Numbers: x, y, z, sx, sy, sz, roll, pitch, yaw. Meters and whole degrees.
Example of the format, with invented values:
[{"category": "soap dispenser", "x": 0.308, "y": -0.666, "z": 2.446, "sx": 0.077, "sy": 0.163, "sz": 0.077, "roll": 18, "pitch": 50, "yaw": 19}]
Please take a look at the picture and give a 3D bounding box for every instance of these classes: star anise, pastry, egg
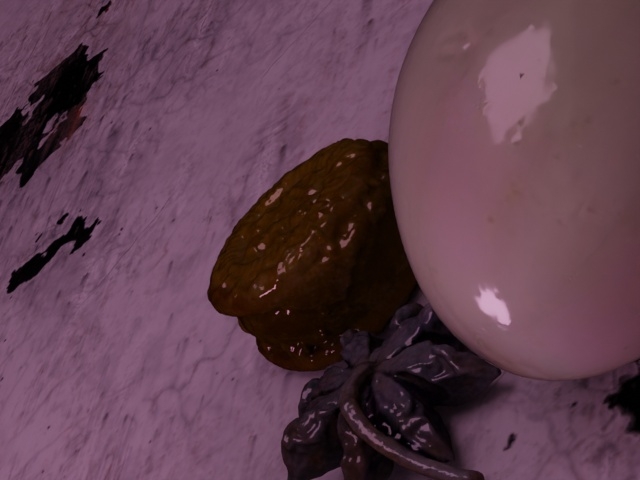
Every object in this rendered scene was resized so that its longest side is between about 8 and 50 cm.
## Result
[{"category": "star anise", "x": 0.058, "y": 0.130, "z": 1.249, "sx": 0.230, "sy": 0.081, "sz": 0.262, "roll": -37, "pitch": 24, "yaw": -1}, {"category": "pastry", "x": 0.000, "y": 0.000, "z": 1.447, "sx": 0.240, "sy": 0.132, "sz": 0.235, "roll": -17, "pitch": 41, "yaw": 45}, {"category": "egg", "x": 0.188, "y": -0.063, "z": 1.092, "sx": 0.283, "sy": 0.283, "sz": 0.345, "roll": -14, "pitch": 55, "yaw": 49}]
